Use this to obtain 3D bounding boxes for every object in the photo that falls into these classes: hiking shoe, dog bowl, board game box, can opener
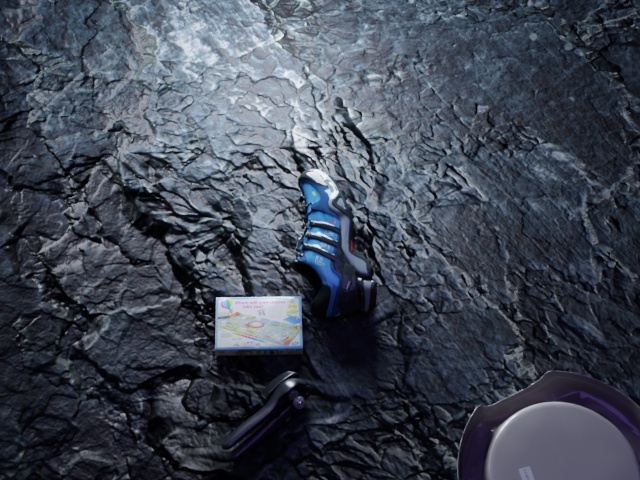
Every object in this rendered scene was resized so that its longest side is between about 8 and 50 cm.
[{"bbox_3d":[0.000,0.000,1.847,0.132,0.113,0.304,-15,62,-11],"label":"hiking shoe"},{"bbox_3d":[0.386,0.390,1.644,0.348,0.102,0.349,1,59,-1],"label":"dog bowl"},{"bbox_3d":[-0.109,0.151,1.806,0.154,0.026,0.103,0,60,-2],"label":"board game box"},{"bbox_3d":[-0.089,0.299,1.714,0.186,0.073,0.059,-46,110,-21],"label":"can opener"}]
